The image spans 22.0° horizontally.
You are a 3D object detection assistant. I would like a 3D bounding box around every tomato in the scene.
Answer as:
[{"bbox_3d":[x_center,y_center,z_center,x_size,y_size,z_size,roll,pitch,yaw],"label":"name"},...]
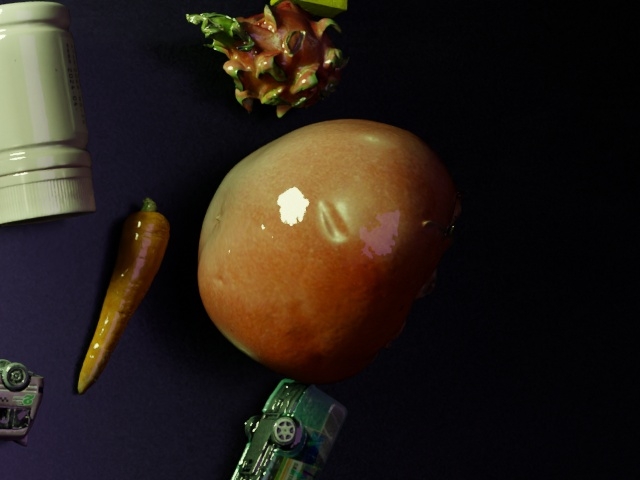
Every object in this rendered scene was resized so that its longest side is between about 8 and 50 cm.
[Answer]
[{"bbox_3d":[0.000,0.000,2.002,0.272,0.341,0.341,27,73,-8],"label":"tomato"}]

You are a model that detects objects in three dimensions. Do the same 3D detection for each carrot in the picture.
[{"bbox_3d":[-0.240,0.071,2.017,0.061,0.061,0.257,22,79,-24],"label":"carrot"}]

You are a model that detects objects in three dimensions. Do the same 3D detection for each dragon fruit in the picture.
[{"bbox_3d":[-0.074,-0.239,2.088,0.235,0.137,0.135,10,66,-28],"label":"dragon fruit"}]

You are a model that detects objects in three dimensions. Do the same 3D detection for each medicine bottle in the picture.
[{"bbox_3d":[-0.343,-0.147,1.940,0.133,0.133,0.250,-8,87,-28],"label":"medicine bottle"}]

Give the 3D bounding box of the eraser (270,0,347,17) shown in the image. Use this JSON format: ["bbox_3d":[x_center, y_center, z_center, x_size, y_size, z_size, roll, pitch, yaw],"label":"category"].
[{"bbox_3d":[-0.013,-0.366,2.184,0.097,0.045,0.122,7,81,-27],"label":"eraser"}]

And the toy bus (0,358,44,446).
[{"bbox_3d":[-0.414,0.184,1.899,0.178,0.087,0.098,5,87,-24],"label":"toy bus"}]

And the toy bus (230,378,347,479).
[{"bbox_3d":[-0.062,0.302,2.071,0.109,0.091,0.262,34,72,-28],"label":"toy bus"}]
